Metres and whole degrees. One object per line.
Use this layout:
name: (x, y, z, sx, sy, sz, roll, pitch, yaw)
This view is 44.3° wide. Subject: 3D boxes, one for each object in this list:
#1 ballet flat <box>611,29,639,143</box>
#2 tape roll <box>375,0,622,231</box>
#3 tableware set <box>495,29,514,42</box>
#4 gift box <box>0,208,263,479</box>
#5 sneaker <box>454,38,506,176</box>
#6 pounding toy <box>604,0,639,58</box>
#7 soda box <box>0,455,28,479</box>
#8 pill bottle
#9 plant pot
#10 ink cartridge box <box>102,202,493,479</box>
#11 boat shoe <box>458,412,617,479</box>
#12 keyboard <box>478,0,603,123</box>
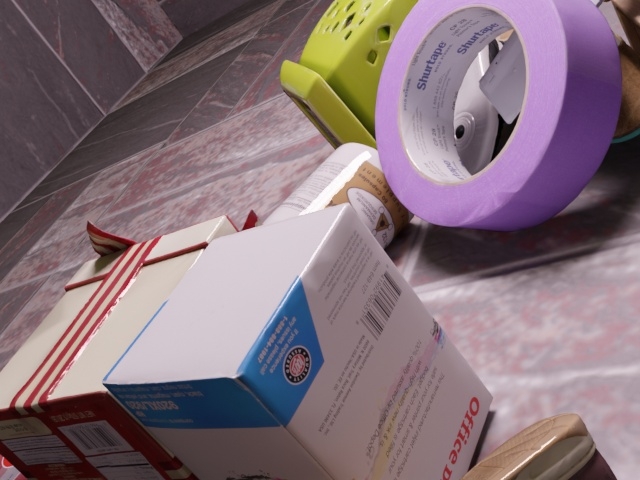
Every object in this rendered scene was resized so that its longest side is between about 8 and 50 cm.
ballet flat: (0.297, -0.232, 0.921, 0.116, 0.124, 0.342, -24, 27, 21)
tape roll: (0.178, -0.148, 0.844, 0.275, 0.090, 0.274, -11, 77, 55)
tableware set: (0.288, -0.347, 1.331, 0.169, 0.020, 0.141, -23, 28, 25)
gift box: (-0.149, 0.121, 0.772, 0.255, 0.276, 0.258, -11, 32, 33)
sneaker: (0.235, -0.173, 1.029, 0.079, 0.121, 0.217, -22, 60, 52)
pounding toy: (0.372, -0.260, 0.846, 0.094, 0.206, 0.181, -27, 26, 17)
soda box: (-0.307, 0.242, 0.971, 0.092, 0.083, 0.263, -4, 39, 47)
pill bottle: (0.000, 0.000, 0.952, 0.229, 0.131, 0.131, -46, 27, -21)
plant pot: (0.078, -0.231, 1.164, 0.207, 0.228, 0.227, -44, 25, 1)
ink cartridge box: (-0.008, 0.123, 0.624, 0.168, 0.232, 0.171, -13, 33, 43)
boat shoe: (0.078, 0.226, 0.493, 0.285, 0.092, 0.103, -37, -11, -12)
keyboard: (0.256, -0.244, 0.838, 0.072, 0.014, 0.256, 58, 133, 31)
